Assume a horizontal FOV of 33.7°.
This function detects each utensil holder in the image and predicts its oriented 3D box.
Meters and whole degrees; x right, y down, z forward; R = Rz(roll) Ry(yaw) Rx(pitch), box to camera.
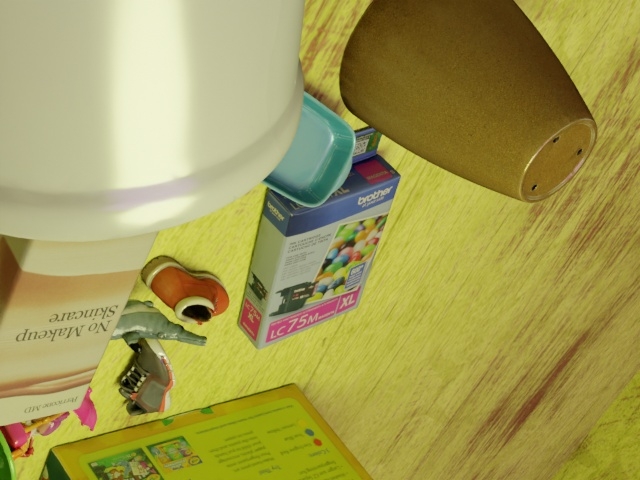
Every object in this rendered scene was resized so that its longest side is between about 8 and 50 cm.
[{"bbox_3d":[-0.159,-0.248,0.675,0.328,0.327,0.385,-24,142,-29],"label":"utensil holder"}]

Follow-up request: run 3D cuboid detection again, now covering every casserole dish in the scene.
[{"bbox_3d":[-0.032,-0.111,1.224,0.188,0.037,0.114,28,90,-51],"label":"casserole dish"}]

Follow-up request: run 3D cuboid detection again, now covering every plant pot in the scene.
[{"bbox_3d":[0.189,-0.165,1.233,0.237,0.254,0.237,-28,146,-21],"label":"plant pot"}]

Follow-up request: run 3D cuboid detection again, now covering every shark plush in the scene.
[{"bbox_3d":[-0.216,0.109,1.228,0.161,0.067,0.073,21,128,-15],"label":"shark plush"}]

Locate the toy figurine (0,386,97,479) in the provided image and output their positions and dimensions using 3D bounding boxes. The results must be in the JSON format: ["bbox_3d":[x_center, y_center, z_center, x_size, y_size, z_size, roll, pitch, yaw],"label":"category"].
[{"bbox_3d":[-0.346,0.228,1.262,0.159,0.130,0.173,-24,168,-44],"label":"toy figurine"}]

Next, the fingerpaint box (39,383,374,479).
[{"bbox_3d":[-0.121,0.425,1.491,0.445,0.371,0.163,-9,135,-44],"label":"fingerpaint box"}]

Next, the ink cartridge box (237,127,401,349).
[{"bbox_3d":[0.000,0.000,1.410,0.186,0.065,0.311,-21,141,-33],"label":"ink cartridge box"}]

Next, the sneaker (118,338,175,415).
[{"bbox_3d":[-0.230,0.184,1.374,0.065,0.061,0.158,-19,142,-24],"label":"sneaker"}]

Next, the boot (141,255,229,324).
[{"bbox_3d":[-0.151,0.078,1.308,0.059,0.084,0.158,-49,150,7],"label":"boot"}]

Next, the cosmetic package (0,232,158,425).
[{"bbox_3d":[-0.284,0.036,1.059,0.153,0.129,0.296,-8,135,-46],"label":"cosmetic package"}]
